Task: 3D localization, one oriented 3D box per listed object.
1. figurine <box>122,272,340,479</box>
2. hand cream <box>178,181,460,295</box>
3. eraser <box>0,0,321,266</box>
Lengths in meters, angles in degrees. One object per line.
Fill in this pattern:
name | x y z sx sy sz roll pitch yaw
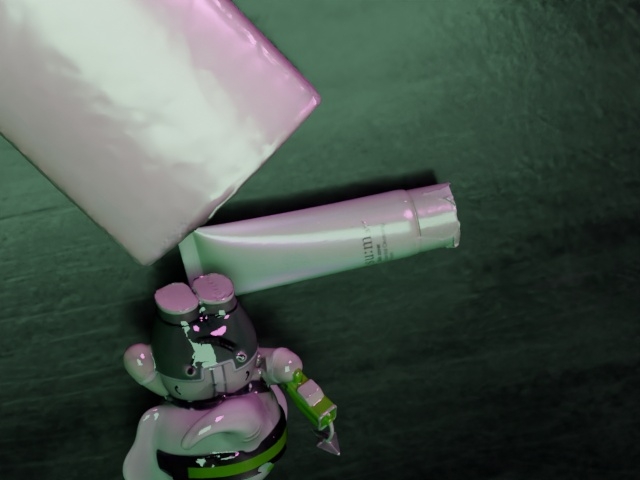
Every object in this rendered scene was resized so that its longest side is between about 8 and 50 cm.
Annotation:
figurine | -0.077 0.121 0.937 0.147 0.126 0.192 -18 121 -23
hand cream | 0.000 0.000 0.948 0.205 0.050 0.078 -12 136 -3
eraser | -0.153 -0.132 0.863 0.174 0.095 0.270 -44 108 5
